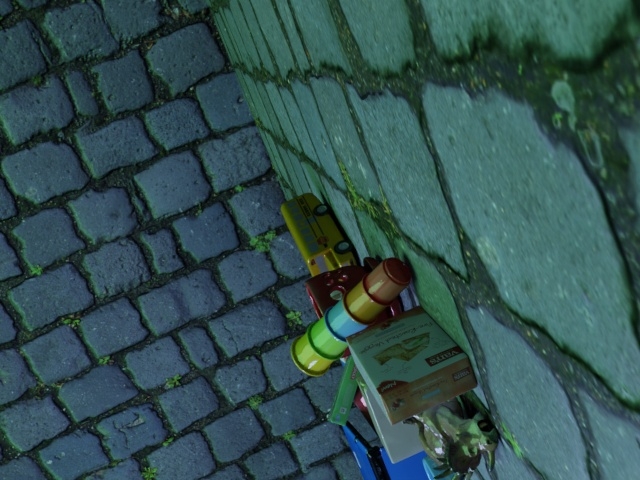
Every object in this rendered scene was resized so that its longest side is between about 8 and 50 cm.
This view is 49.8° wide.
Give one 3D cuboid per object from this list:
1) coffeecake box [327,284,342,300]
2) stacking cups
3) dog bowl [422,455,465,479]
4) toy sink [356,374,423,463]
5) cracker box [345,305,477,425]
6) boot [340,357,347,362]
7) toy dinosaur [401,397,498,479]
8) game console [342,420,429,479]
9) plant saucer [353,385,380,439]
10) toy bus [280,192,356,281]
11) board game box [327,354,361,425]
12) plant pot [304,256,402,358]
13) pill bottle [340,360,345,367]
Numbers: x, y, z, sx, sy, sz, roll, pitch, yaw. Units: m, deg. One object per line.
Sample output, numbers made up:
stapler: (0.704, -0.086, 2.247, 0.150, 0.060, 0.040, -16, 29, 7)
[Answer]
coffeecake box: (0.061, 0.197, 2.568, 0.185, 0.068, 0.142, -118, 7, -45)
stacking cups: (0.062, 0.152, 1.327, 0.316, 0.096, 0.096, -46, 59, 39)
dog bowl: (0.332, 0.625, 1.626, 0.166, 0.074, 0.297, 74, 170, -55)
toy sink: (0.180, 0.357, 1.568, 0.131, 0.152, 0.234, -122, 9, -62)
cracker box: (0.149, 0.207, 1.196, 0.232, 0.155, 0.067, -129, 17, -70)
boot: (0.141, 0.322, 2.336, 0.176, 0.088, 0.244, 14, 113, 51)
toy dinosaur: (0.235, 0.367, 1.259, 0.200, 0.127, 0.296, 55, 175, 32)
game console: (0.225, 0.659, 2.050, 0.250, 0.173, 0.293, 37, 151, 54)
plant saucer: (0.171, 0.538, 2.158, 0.258, 0.047, 0.259, 56, -178, -4)
toy bus: (0.000, 0.000, 1.966, 0.333, 0.130, 0.108, -118, 7, -47)
board game box: (0.093, 0.389, 2.053, 0.213, 0.046, 0.317, 102, -173, -76)
plant pot: (0.079, 0.144, 1.531, 0.191, 0.174, 0.191, 158, 90, -85)
pill bottle: (0.157, 0.465, 2.453, 0.221, 0.124, 0.124, -121, 9, -52)
